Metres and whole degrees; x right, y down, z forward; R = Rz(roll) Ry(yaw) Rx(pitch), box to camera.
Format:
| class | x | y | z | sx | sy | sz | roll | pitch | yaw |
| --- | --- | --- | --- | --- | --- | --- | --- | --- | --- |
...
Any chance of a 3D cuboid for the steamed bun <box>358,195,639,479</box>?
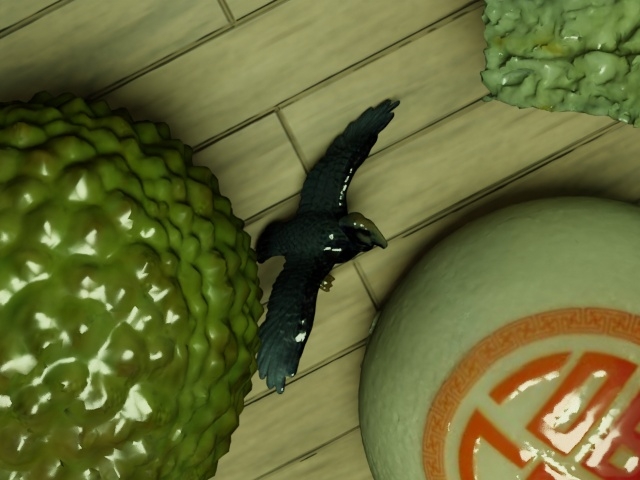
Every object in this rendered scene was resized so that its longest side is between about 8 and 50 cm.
| class | x | y | z | sx | sy | sz | roll | pitch | yaw |
| --- | --- | --- | --- | --- | --- | --- | --- | --- | --- |
| steamed bun | 0.160 | 0.114 | 0.606 | 0.283 | 0.177 | 0.283 | 1 | 98 | 9 |

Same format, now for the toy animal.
| class | x | y | z | sx | sy | sz | roll | pitch | yaw |
| --- | --- | --- | --- | --- | --- | --- | --- | --- | --- |
| toy animal | 0.000 | 0.000 | 0.625 | 0.062 | 0.108 | 0.220 | 27 | 70 | -13 |

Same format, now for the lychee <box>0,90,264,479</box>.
| class | x | y | z | sx | sy | sz | roll | pitch | yaw |
| --- | --- | --- | --- | --- | --- | --- | --- | --- | --- |
| lychee | -0.167 | 0.064 | 0.542 | 0.270 | 0.270 | 0.320 | 4 | 141 | -9 |

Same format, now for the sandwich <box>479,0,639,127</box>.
| class | x | y | z | sx | sy | sz | roll | pitch | yaw |
| --- | --- | --- | --- | --- | --- | --- | --- | --- | --- |
| sandwich | 0.250 | -0.132 | 0.534 | 0.325 | 0.262 | 0.131 | -1 | 105 | -7 |
